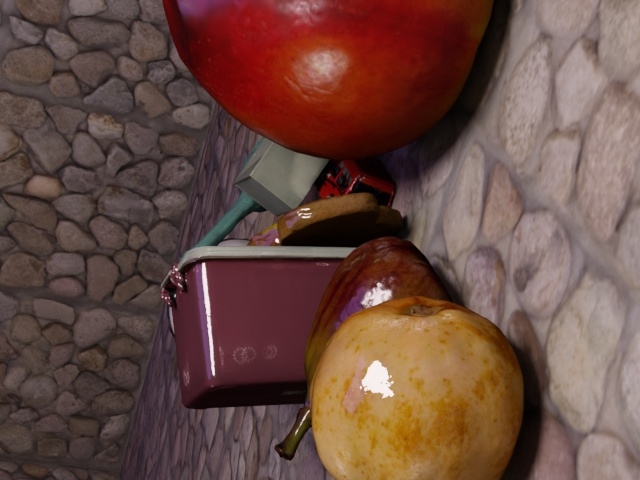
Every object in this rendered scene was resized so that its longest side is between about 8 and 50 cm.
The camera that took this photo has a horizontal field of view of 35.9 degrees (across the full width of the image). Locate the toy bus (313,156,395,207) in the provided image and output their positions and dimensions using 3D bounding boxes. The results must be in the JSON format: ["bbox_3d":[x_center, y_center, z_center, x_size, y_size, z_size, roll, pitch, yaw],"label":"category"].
[{"bbox_3d":[0.043,-0.083,1.417,0.089,0.081,0.195,-63,20,17],"label":"toy bus"}]

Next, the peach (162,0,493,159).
[{"bbox_3d":[0.004,-0.279,1.161,0.388,0.388,0.388,-169,90,-74],"label":"peach"}]

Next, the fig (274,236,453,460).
[{"bbox_3d":[0.041,0.128,1.087,0.274,0.146,0.170,-54,21,3],"label":"fig"}]

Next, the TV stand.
[{"bbox_3d":[-0.013,-0.168,1.437,0.269,0.088,0.083,-57,17,-19],"label":"TV stand"}]

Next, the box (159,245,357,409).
[{"bbox_3d":[-0.043,0.111,1.224,0.193,0.294,0.167,132,135,-61],"label":"box"}]

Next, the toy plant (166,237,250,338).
[{"bbox_3d":[-0.090,0.117,1.527,0.332,0.247,0.247,-170,91,-68],"label":"toy plant"}]

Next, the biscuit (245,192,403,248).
[{"bbox_3d":[0.000,0.000,1.282,0.290,0.209,0.041,117,139,-69],"label":"biscuit"}]

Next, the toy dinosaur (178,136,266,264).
[{"bbox_3d":[-0.126,-0.065,1.617,0.331,0.129,0.383,-46,6,-9],"label":"toy dinosaur"}]

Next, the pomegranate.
[{"bbox_3d":[0.088,0.148,0.901,0.207,0.207,0.207,-169,90,-74],"label":"pomegranate"}]
